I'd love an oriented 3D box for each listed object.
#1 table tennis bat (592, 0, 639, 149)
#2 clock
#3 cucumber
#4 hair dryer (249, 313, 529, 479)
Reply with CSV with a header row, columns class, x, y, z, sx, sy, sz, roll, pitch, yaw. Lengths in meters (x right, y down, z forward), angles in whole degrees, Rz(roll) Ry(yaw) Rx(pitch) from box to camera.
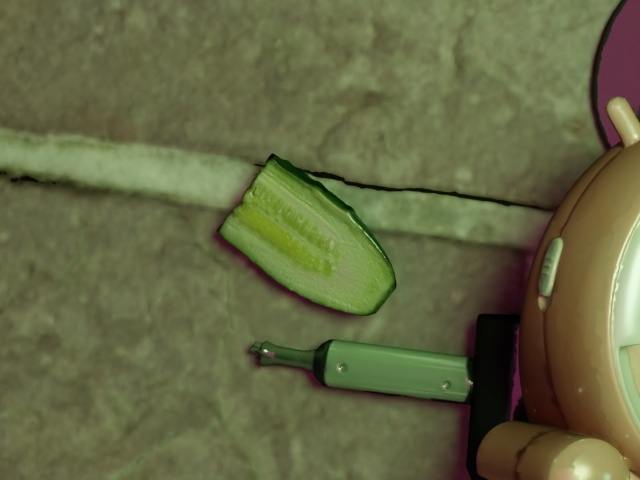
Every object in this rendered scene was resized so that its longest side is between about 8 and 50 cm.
class,x,y,z,sx,sy,sz,roll,pitch,yaw
table tennis bat,0.290,-0.078,1.001,0.274,0.021,0.154,12,95,13
clock,0.213,0.038,0.948,0.227,0.142,0.241,13,90,-18
cucumber,0.000,0.000,1.052,0.107,0.035,0.067,39,116,7
hair dryer,0.050,0.084,1.043,0.197,0.057,0.100,8,93,20
